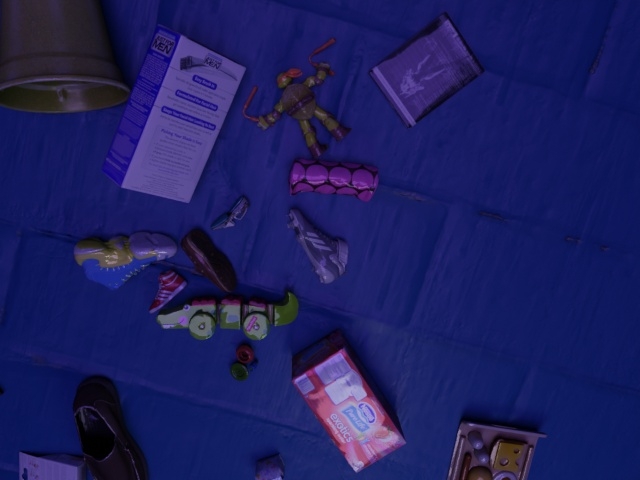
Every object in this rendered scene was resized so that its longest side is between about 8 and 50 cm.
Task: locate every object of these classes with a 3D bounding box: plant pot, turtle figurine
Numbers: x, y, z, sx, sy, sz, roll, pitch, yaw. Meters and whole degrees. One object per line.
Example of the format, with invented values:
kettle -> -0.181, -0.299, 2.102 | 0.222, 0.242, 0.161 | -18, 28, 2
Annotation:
plant pot -> -0.551, -0.422, 1.238 | 0.276, 0.276, 0.254 | -7, 90, 0
turtle figurine -> -0.027, -0.312, 1.347 | 0.269, 0.087, 0.217 | -38, 101, 6

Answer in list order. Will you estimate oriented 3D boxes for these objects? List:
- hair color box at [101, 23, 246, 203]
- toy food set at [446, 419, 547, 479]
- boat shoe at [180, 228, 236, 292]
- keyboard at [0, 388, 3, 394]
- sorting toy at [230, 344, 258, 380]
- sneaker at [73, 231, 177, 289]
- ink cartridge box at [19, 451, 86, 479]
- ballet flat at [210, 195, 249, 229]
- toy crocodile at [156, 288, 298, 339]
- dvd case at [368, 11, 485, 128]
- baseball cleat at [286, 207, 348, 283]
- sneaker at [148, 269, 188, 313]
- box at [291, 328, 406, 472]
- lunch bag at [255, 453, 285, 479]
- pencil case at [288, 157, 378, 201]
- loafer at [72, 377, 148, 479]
hair color box -> -0.320, -0.267, 1.293 | 0.110, 0.185, 0.339 | 35, 104, 36
toy food set -> 0.459, 0.630, 1.566 | 0.219, 0.092, 0.306 | 9, 102, -3
boat shoe -> -0.272, 0.055, 1.439 | 0.060, 0.064, 0.178 | -30, 102, 36
keyboard -> -0.875, 0.327, 1.494 | 0.108, 0.023, 0.180 | -31, 102, 11
sorting toy -> -0.189, 0.308, 1.507 | 0.061, 0.042, 0.102 | 22, 113, 9
sneaker -> -0.462, 0.051, 1.426 | 0.240, 0.091, 0.126 | 0, 121, -2
ink cartridge box -> -0.709, 0.633, 1.566 | 0.179, 0.045, 0.146 | 9, 103, 15
ballet flat -> -0.213, -0.057, 1.424 | 0.114, 0.041, 0.041 | -43, 100, 8
toy crocodile -> -0.223, 0.176, 1.436 | 0.340, 0.115, 0.105 | 0, 97, -4
dvd case -> 0.246, -0.392, 1.374 | 0.221, 0.018, 0.164 | -37, 102, 5
baseball cleat -> 0.000, 0.000, 1.436 | 0.109, 0.072, 0.206 | -28, 107, -10
sneaker -> -0.391, 0.122, 1.453 | 0.118, 0.042, 0.067 | -42, 104, -1
box -> 0.068, 0.395, 1.476 | 0.154, 0.142, 0.300 | -33, 102, 5
lunch bag -> -0.132, 0.609, 1.547 | 0.071, 0.083, 0.053 | -19, 102, 2
pencil case -> 0.029, -0.138, 1.386 | 0.209, 0.095, 0.098 | 6, 129, -4
loafer -> -0.549, 0.536, 1.493 | 0.133, 0.130, 0.366 | -17, 102, 2
